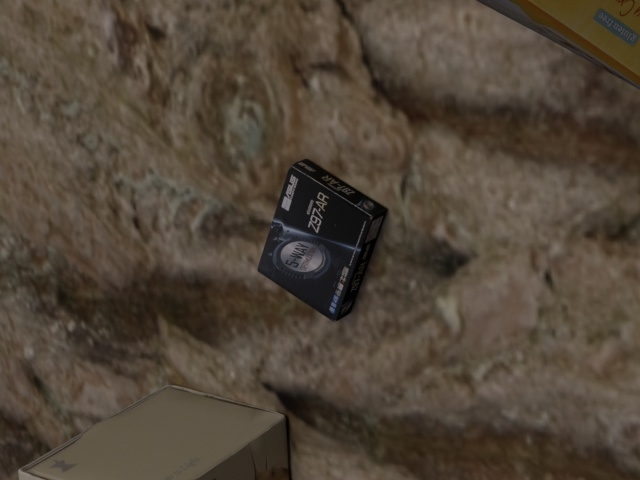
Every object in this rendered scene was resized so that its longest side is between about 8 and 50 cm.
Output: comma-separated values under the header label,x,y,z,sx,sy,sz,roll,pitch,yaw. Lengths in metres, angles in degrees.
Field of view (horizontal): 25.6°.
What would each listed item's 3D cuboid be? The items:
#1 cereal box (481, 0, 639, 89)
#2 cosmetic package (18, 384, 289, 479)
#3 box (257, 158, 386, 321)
label,x,y,z,sx,sy,sz,roll,pitch,yaw
cereal box,0.066,-0.141,0.641,0.047,0.173,0.240,-59,38,10
cosmetic package,-0.103,0.277,0.983,0.113,0.160,0.309,11,113,32
box,0.000,0.000,0.895,0.067,0.018,0.083,33,123,22
